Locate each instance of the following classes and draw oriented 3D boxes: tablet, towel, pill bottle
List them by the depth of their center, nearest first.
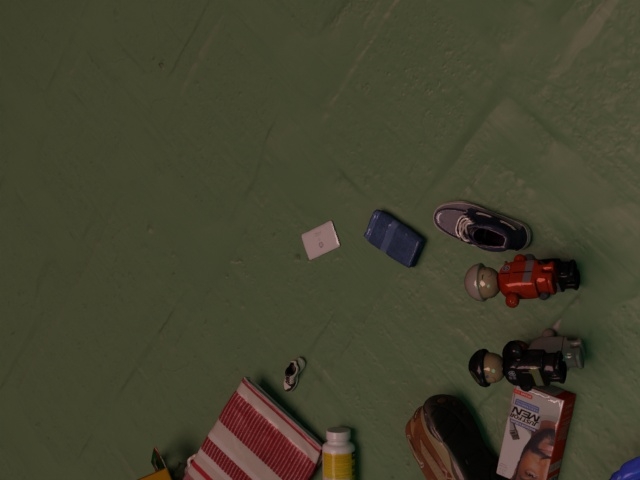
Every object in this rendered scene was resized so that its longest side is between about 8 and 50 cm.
[{"bbox_3d":[0.136,-0.004,1.858,0.119,0.029,0.067,36,116,32],"label":"towel"},{"bbox_3d":[0.035,0.423,1.956,0.065,0.065,0.116,3,96,39],"label":"pill bottle"},{"bbox_3d":[0.000,0.000,1.983,0.083,0.006,0.054,-26,78,38],"label":"tablet"},{"bbox_3d":[-0.146,0.475,2.095,0.237,0.037,0.329,39,112,20],"label":"towel"}]

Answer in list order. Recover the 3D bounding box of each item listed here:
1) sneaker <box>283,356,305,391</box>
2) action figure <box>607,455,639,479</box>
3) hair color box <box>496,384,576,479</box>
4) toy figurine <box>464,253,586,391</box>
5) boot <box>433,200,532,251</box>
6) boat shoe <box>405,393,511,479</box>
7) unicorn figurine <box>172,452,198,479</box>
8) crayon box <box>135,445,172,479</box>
[{"bbox_3d":[-0.061,0.271,2.038,0.032,0.037,0.083,35,116,29],"label":"sneaker"},{"bbox_3d":[0.492,0.327,1.540,0.280,0.139,0.091,-36,107,10],"label":"action figure"},{"bbox_3d":[0.360,0.324,1.694,0.093,0.053,0.167,17,106,36],"label":"hair color box"},{"bbox_3d":[0.323,0.126,1.604,0.148,0.209,0.213,-5,91,28],"label":"toy figurine"},{"bbox_3d":[0.258,-0.024,1.721,0.190,0.086,0.069,14,103,37],"label":"boot"},{"bbox_3d":[0.252,0.429,1.760,0.120,0.122,0.324,-43,65,44],"label":"boat shoe"},{"bbox_3d":[-0.264,0.511,2.209,0.162,0.060,0.111,46,116,29],"label":"unicorn figurine"},{"bbox_3d":[-0.336,0.624,2.209,0.319,0.081,0.202,64,160,16],"label":"crayon box"}]
